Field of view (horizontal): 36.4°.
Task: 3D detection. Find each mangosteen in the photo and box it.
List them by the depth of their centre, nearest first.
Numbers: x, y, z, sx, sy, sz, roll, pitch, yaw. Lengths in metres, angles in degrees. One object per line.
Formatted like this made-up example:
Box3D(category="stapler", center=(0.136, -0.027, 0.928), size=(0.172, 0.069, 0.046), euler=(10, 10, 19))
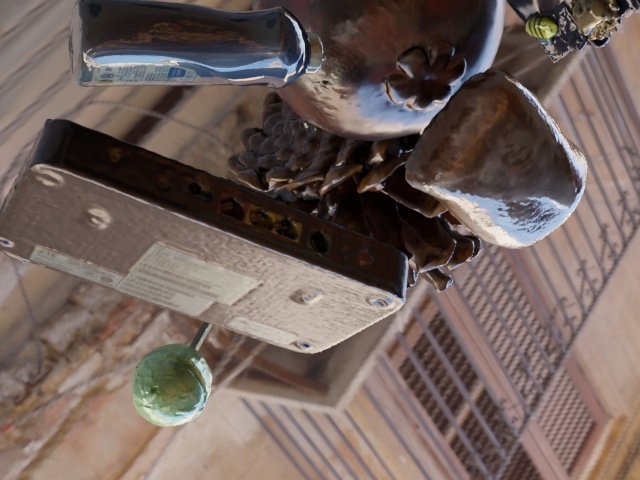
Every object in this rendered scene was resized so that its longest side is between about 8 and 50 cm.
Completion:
Box3D(category="mangosteen", center=(0.064, -0.262, 1.104), size=(0.311, 0.311, 0.311), euler=(-25, -150, 16))

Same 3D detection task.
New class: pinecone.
Box3D(category="pinecone", center=(0.082, -0.061, 1.365), size=(0.385, 0.384, 0.384), euler=(-25, -150, 16))

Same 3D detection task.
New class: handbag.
Box3D(category="handbag", center=(0.413, -0.481, 1.613), size=(0.122, 0.329, 0.303), euler=(-36, -179, -29))

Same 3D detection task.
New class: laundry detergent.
Box3D(category="laundry detergent", center=(-0.088, -0.149, 0.760), size=(0.207, 0.061, 0.097), euler=(-2, 168, -22))

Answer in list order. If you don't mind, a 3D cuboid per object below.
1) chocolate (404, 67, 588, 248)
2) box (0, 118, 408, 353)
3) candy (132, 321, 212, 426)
Box3D(category="chocolate", center=(0.211, -0.070, 1.048), size=(0.157, 0.254, 0.080), euler=(-53, -130, 6))
Box3D(category="box", center=(-0.110, 0.011, 0.893), size=(0.211, 0.350, 0.058), euler=(-36, -142, 57))
Box3D(category="candy", center=(-0.199, 0.165, 1.569), size=(0.119, 0.119, 0.440), euler=(-26, -168, 14))
